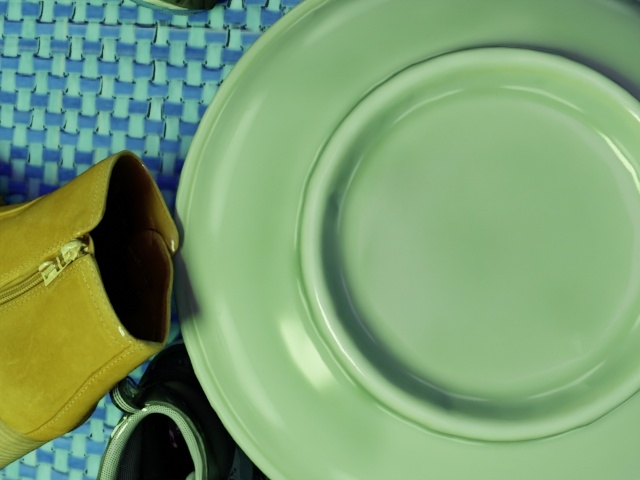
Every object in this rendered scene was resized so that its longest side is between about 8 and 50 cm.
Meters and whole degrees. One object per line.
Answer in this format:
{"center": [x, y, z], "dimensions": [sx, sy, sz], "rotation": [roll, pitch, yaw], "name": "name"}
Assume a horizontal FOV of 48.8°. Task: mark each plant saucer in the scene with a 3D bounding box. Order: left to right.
{"center": [0.098, 0.002, 0.420], "dimensions": [0.401, 0.100, 0.400], "rotation": [0, 86, 4], "name": "plant saucer"}

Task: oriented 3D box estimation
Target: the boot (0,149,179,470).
{"center": [-0.200, -0.003, 0.505], "dimensions": [0.211, 0.104, 0.295], "rotation": [-39, 57, 24], "name": "boot"}

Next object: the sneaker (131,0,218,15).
{"center": [-0.223, -0.275, 0.550], "dimensions": [0.330, 0.147, 0.129], "rotation": [28, 80, -7], "name": "sneaker"}

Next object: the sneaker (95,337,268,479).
{"center": [-0.077, 0.206, 0.508], "dimensions": [0.101, 0.153, 0.268], "rotation": [-26, 86, 11], "name": "sneaker"}
